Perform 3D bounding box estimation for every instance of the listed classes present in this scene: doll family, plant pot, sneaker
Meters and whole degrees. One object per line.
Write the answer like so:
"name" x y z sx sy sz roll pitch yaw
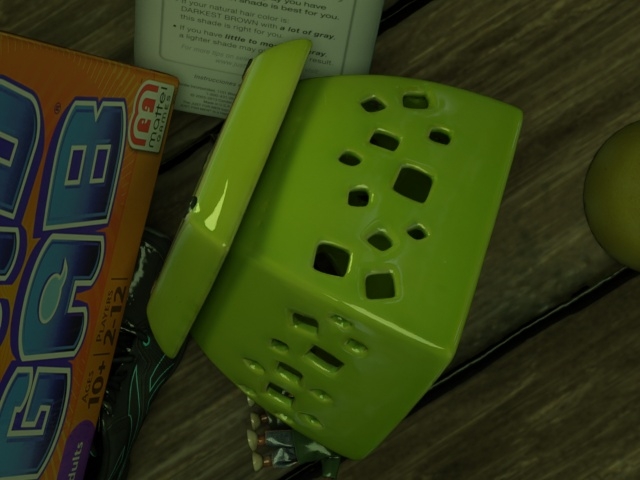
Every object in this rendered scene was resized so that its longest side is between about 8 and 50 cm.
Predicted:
"doll family" -0.011 0.101 1.314 0.111 0.076 0.193 -11 91 6
"plant pot" 0.289 -0.035 1.290 0.134 0.095 0.134 0 94 1
"sneaker" -0.174 0.119 1.300 0.101 0.106 0.267 15 92 1
"plant pot" 0.000 0.000 1.185 0.207 0.228 0.227 24 58 -6

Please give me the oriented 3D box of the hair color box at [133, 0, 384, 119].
"hair color box" -0.034 -0.246 1.152 0.185 0.374 0.114 11 53 -1

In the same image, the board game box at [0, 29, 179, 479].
"board game box" -0.369 -0.002 1.120 0.356 0.356 0.356 16 95 19
